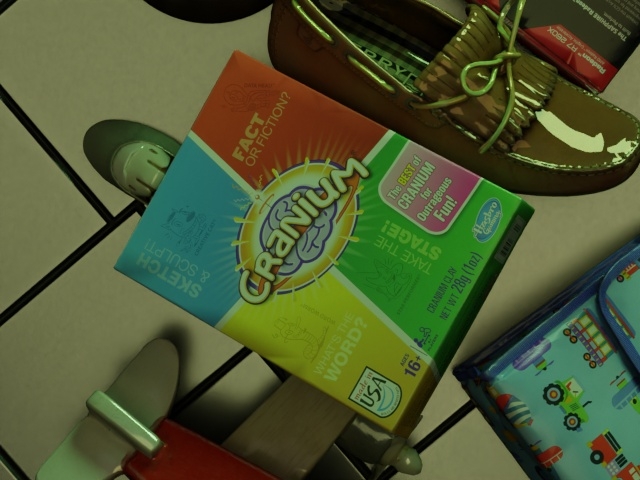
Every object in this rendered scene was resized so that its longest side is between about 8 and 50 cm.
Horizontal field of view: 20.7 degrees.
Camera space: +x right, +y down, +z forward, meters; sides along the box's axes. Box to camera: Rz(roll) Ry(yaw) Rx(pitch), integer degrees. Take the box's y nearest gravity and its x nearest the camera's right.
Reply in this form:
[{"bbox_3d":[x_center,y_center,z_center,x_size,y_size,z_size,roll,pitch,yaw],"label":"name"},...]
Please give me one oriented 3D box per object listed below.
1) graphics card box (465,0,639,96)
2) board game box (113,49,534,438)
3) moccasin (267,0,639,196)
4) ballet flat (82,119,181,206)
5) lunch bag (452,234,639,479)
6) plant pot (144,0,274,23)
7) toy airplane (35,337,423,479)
[{"bbox_3d":[0.287,-0.353,1.689,0.233,0.094,0.371,37,95,-2],"label":"graphics card box"},{"bbox_3d":[0.000,0.000,1.614,0.316,0.064,0.242,29,90,20],"label":"board game box"},{"bbox_3d":[0.128,-0.162,1.640,0.380,0.147,0.139,32,57,16],"label":"moccasin"},{"bbox_3d":[-0.142,-0.053,1.730,0.213,0.068,0.072,33,94,-1],"label":"ballet flat"},{"bbox_3d":[0.319,0.131,1.724,0.293,0.138,0.221,-37,92,-9],"label":"lunch bag"},{"bbox_3d":[-0.113,-0.315,1.628,0.215,0.230,0.215,0,95,1],"label":"plant pot"},{"bbox_3d":[-0.078,0.277,1.683,0.386,0.272,0.384,-14,56,10],"label":"toy airplane"}]
